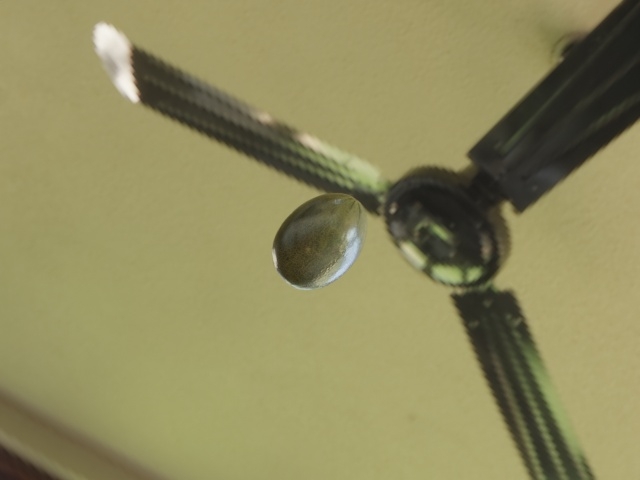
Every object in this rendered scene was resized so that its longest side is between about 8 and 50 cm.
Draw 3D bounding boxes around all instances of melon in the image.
[{"bbox_3d":[0.000,0.000,1.688,0.098,0.131,0.098,41,4,-3],"label":"melon"}]
